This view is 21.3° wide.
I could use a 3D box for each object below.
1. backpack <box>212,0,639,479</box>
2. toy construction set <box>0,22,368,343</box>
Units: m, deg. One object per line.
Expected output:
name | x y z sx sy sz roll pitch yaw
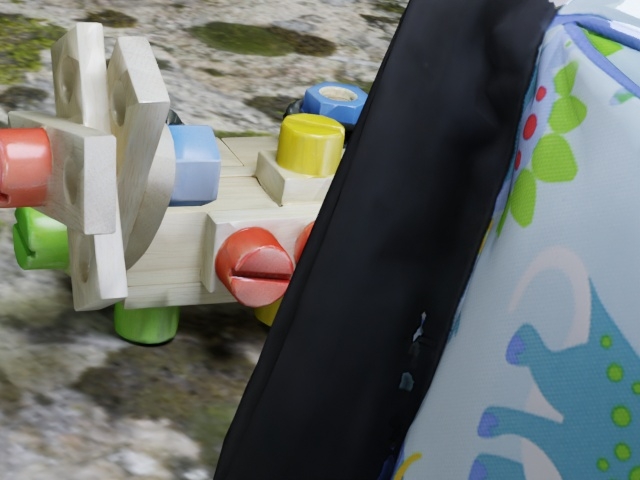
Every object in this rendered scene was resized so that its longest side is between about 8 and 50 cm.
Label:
backpack | 0.150 0.089 0.432 0.355 0.290 0.273 24 18 3
toy construction set | 0.000 0.000 0.720 0.327 0.151 0.215 12 21 -30
